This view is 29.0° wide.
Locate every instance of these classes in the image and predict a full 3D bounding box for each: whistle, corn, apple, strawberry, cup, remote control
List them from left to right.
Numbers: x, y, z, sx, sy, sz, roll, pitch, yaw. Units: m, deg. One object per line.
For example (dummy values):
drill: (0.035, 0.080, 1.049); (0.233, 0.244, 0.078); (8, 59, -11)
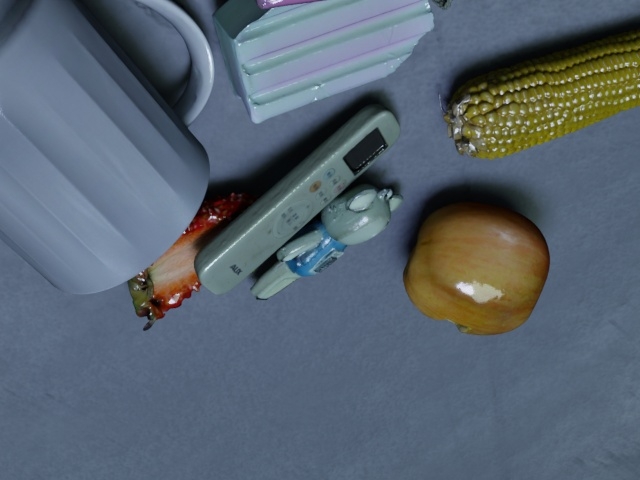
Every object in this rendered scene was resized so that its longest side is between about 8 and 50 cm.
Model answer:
cup: (-0.273, -0.159, 1.305); (0.323, 0.237, 0.327); (-49, 129, -12)
strawberry: (-0.162, 0.005, 1.554); (0.208, 0.087, 0.167); (-28, 149, -24)
remote control: (-0.029, -0.051, 1.503); (0.309, 0.038, 0.090); (-41, 152, -1)
whistle: (0.000, 0.000, 1.587); (0.236, 0.077, 0.114); (-38, 160, 24)
apple: (0.197, 0.037, 1.605); (0.199, 0.199, 0.199); (-7, 129, -9)
corn: (0.298, -0.182, 1.497); (0.305, 0.106, 0.106); (-20, 130, -4)

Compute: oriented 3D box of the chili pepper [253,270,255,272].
chili pepper: (-0.076, 0.010, 1.608); (0.030, 0.017, 0.083); (24, 119, -31)

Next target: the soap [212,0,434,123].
soap: (0.006, -0.241, 1.362); (0.231, 0.091, 0.145); (-21, 131, -10)

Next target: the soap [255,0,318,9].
soap: (0.046, -0.323, 1.265); (0.259, 0.181, 0.081); (-9, 130, -8)

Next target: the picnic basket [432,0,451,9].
picnic basket: (0.137, -0.300, 1.387); (0.083, 0.065, 0.083); (-10, 138, -34)
